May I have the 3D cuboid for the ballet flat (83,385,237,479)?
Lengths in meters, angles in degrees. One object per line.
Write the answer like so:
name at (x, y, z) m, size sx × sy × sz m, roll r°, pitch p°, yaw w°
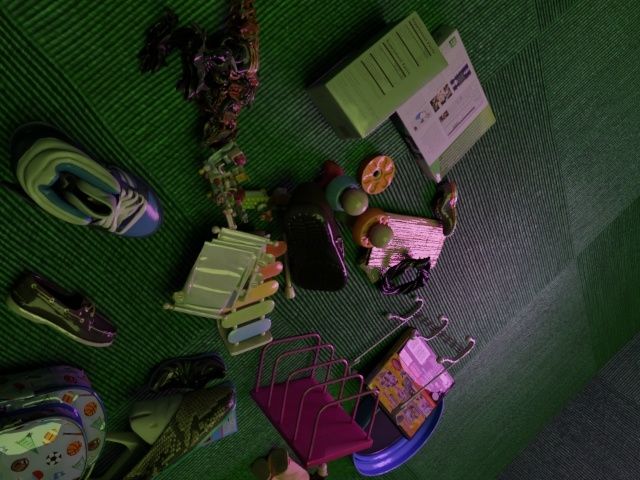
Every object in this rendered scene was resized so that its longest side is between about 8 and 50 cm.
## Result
ballet flat at (-0.406, 0.475, 1.317) m, size 0.182 × 0.164 × 0.483 m, roll 40°, pitch 102°, yaw -15°

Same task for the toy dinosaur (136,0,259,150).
toy dinosaur at (-0.188, -0.322, 1.041) m, size 0.218 × 0.164 × 0.322 m, roll -10°, pitch 105°, yaw -49°

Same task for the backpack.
backpack at (-0.559, 0.375, 1.136) m, size 0.263 × 0.213 × 0.277 m, roll -17°, pitch 124°, yaw -41°

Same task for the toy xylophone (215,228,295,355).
toy xylophone at (-0.154, 0.100, 1.342) m, size 0.236 × 0.081 × 0.323 m, roll -24°, pitch 129°, yaw -23°

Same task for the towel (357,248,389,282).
towel at (0.169, 0.039, 1.583) m, size 0.148 × 0.027 × 0.110 m, roll -46°, pitch 135°, yaw -10°

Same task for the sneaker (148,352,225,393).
sneaker at (-0.309, 0.317, 1.363) m, size 0.188 × 0.078 × 0.067 m, roll -9°, pitch 122°, yaw -31°

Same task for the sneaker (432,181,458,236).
sneaker at (0.341, -0.086, 1.619) m, size 0.064 × 0.061 × 0.158 m, roll -4°, pitch 107°, yaw -8°

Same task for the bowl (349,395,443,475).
bowl at (0.250, 0.623, 1.978) m, size 0.391 × 0.077 × 0.391 m, roll -18°, pitch 126°, yaw -27°

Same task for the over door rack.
over door rack at (0.248, 0.328, 1.677) m, size 0.324 × 0.239 × 0.108 m, roll -43°, pitch 136°, yaw -8°

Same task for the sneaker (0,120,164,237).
sneaker at (-0.365, -0.059, 0.975) m, size 0.130 × 0.236 × 0.323 m, roll -48°, pitch 134°, yaw -2°

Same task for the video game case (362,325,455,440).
video game case at (0.282, 0.452, 1.833) m, size 0.248 × 0.035 × 0.275 m, roll -46°, pitch 115°, yaw -19°

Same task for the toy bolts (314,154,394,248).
toy bolts at (0.108, -0.102, 1.357) m, size 0.228 × 0.158 × 0.218 m, roll 26°, pitch 100°, yaw -44°

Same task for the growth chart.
growth chart at (-0.203, 0.075, 1.221) m, size 0.172 × 0.021 × 0.237 m, roll 23°, pitch 109°, yaw -32°

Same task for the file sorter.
file sorter at (-0.014, 0.390, 1.487) m, size 0.202 × 0.290 × 0.182 m, roll -5°, pitch 116°, yaw -35°

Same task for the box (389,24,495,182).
box at (0.294, -0.326, 1.432) m, size 0.232 × 0.058 × 0.322 m, roll -46°, pitch 133°, yaw -4°

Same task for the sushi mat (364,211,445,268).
sushi mat at (0.246, 0.006, 1.598) m, size 0.316 × 0.019 × 0.151 m, roll 4°, pitch 110°, yaw -45°

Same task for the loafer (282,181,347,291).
loafer at (0.000, 0.000, 1.342) m, size 0.133 × 0.130 × 0.366 m, roll 4°, pitch 147°, yaw 6°

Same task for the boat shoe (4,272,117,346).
boat shoe at (-0.481, 0.137, 1.119) m, size 0.069 × 0.081 × 0.227 m, roll -49°, pitch 132°, yaw 5°

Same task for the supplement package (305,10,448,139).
supplement package at (0.116, -0.336, 1.205) m, size 0.244 × 0.139 × 0.134 m, roll -41°, pitch 108°, yaw -8°

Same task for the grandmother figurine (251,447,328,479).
grandmother figurine at (-0.069, 0.746, 1.808) m, size 0.207 × 0.104 × 0.342 m, roll -21°, pitch 137°, yaw 10°

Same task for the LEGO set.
LEGO set at (-0.148, -0.078, 1.181) m, size 0.132 × 0.107 × 0.287 m, roll -34°, pitch 152°, yaw 8°

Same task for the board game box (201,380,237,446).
board game box at (-0.316, 0.463, 1.477) m, size 0.211 × 0.039 × 0.160 m, roll -17°, pitch 126°, yaw -29°

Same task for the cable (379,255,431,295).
cable at (0.236, 0.112, 1.628) m, size 0.150 × 0.047 × 0.184 m, roll -19°, pitch 151°, yaw -18°
